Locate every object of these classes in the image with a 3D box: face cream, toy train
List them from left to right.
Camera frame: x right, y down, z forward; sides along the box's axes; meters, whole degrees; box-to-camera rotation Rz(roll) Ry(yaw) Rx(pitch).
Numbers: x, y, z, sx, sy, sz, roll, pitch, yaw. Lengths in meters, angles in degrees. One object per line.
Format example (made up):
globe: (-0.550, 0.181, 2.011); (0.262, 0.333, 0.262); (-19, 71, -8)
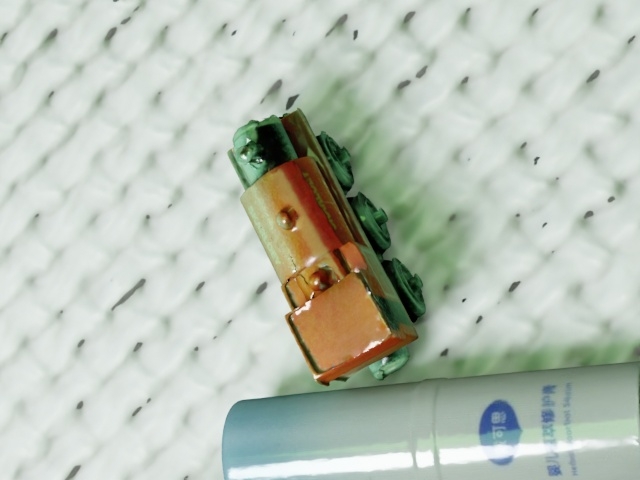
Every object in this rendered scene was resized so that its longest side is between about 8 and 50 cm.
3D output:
toy train: (0.000, 0.000, 1.090); (0.074, 0.118, 0.176); (-29, 77, 12)
face cream: (0.070, 0.119, 1.073); (0.250, 0.077, 0.077); (-8, 82, 19)
